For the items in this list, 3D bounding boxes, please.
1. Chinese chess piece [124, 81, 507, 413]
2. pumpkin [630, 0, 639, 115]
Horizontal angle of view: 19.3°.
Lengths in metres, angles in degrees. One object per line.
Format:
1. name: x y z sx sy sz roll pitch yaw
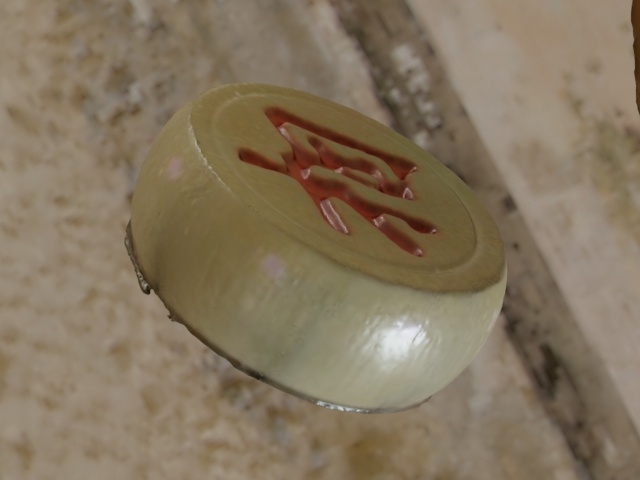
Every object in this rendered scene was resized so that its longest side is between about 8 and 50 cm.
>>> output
1. Chinese chess piece: 0.000 0.000 0.593 0.122 0.051 0.122 24 26 -13
2. pumpkin: 0.098 -0.038 0.373 0.054 0.074 0.083 8 -71 64
